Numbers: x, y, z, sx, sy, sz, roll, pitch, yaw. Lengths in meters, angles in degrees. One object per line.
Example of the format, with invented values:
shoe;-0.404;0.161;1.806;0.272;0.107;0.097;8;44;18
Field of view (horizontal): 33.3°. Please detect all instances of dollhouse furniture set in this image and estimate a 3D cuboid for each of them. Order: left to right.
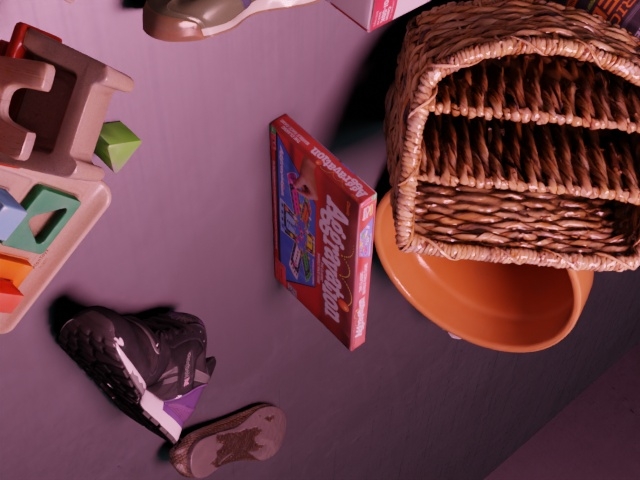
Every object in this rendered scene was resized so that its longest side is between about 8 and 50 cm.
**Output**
dollhouse furniture set;-0.233;-0.098;0.653;0.259;0.135;0.262;7;102;-77

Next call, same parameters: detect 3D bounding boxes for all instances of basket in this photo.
basket;0.232;-0.118;1.164;0.299;0.223;0.213;7;135;-8

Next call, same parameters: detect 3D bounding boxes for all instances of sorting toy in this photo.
sorting toy;-0.281;0.009;0.911;0.348;0.047;0.196;-51;153;7

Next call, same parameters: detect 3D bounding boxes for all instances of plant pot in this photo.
plant pot;0.245;-0.025;1.418;0.203;0.290;0.291;-49;158;-35

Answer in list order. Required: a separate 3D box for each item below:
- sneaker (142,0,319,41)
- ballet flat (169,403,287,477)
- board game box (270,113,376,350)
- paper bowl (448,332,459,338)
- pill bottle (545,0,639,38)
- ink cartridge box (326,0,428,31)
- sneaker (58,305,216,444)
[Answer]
sneaker;-0.068;-0.232;0.895;0.192;0.064;0.086;-26;139;-37
ballet flat;-0.128;0.281;1.505;0.250;0.058;0.084;-9;99;-59
board game box;0.000;0.000;1.206;0.027;0.145;0.281;-35;151;-24
paper bowl;0.288;0.035;1.680;0.284;0.148;0.284;-34;150;-23
pill bottle;0.380;-0.264;1.299;0.130;0.245;0.130;-36;151;-23
ink cartridge box;0.064;-0.262;0.997;0.135;0.099;0.056;-31;149;-28
sneaker;-0.188;0.113;1.163;0.124;0.107;0.283;-55;160;-19
